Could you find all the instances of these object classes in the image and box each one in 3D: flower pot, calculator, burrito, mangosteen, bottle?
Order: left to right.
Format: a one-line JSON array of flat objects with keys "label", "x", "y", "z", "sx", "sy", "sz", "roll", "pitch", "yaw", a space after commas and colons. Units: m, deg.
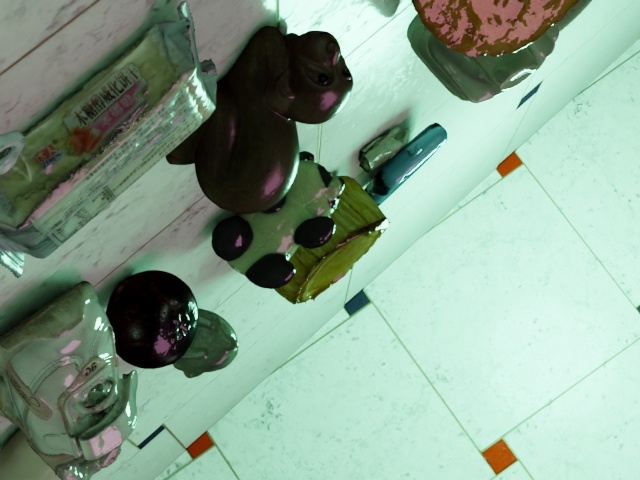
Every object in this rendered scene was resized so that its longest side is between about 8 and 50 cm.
[{"label": "bottle", "x": -0.416, "y": 0.328, "z": 1.863, "sx": 0.236, "sy": 0.147, "sz": 0.147, "roll": -48, "pitch": 169, "yaw": 11}, {"label": "mangosteen", "x": -0.257, "y": 0.115, "z": 1.658, "sx": 0.152, "sy": 0.152, "sz": 0.152, "roll": -41, "pitch": 169, "yaw": -10}, {"label": "burrito", "x": 0.122, "y": -0.176, "z": 2.123, "sx": 0.118, "sy": 0.044, "sz": 0.074, "roll": -35, "pitch": 164, "yaw": -19}, {"label": "calculator", "x": 0.165, "y": -0.148, "z": 2.254, "sx": 0.173, "sy": 0.051, "sz": 0.293, "roll": -42, "pitch": 178, "yaw": -11}, {"label": "flower pot", "x": 0.294, "y": -0.357, "z": 1.556, "sx": 0.367, "sy": 0.164, "sz": 0.254, "roll": -45, "pitch": -167, "yaw": 6}]

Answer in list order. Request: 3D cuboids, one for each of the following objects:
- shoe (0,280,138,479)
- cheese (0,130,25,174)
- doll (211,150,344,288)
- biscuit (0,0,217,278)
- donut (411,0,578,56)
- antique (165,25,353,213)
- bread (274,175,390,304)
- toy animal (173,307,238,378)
[{"label": "shoe", "x": -0.330, "y": 0.199, "z": 1.527, "sx": 0.172, "sy": 0.198, "sz": 0.351, "roll": -39, "pitch": 170, "yaw": -27}, {"label": "cheese", "x": -0.351, "y": -0.030, "z": 0.907, "sx": 0.163, "sy": 0.071, "sz": 0.249, "roll": -46, "pitch": 170, "yaw": 16}, {"label": "doll", "x": -0.066, "y": -0.032, "z": 1.782, "sx": 0.234, "sy": 0.143, "sz": 0.135, "roll": -46, "pitch": -167, "yaw": 8}, {"label": "biscuit", "x": -0.222, "y": -0.093, "z": 1.106, "sx": 0.309, "sy": 0.079, "sz": 0.186, "roll": -42, "pitch": 167, "yaw": -5}, {"label": "donut", "x": 0.203, "y": -0.357, "z": 1.314, "sx": 0.278, "sy": 0.108, "sz": 0.277, "roll": -19, "pitch": 138, "yaw": -18}, {"label": "antique", "x": -0.061, "y": -0.143, "z": 1.329, "sx": 0.257, "sy": 0.143, "sz": 0.121, "roll": -49, "pitch": 166, "yaw": 18}, {"label": "bread", "x": 0.000, "y": 0.000, "z": 2.108, "sx": 0.227, "sy": 0.142, "sz": 0.253, "roll": -33, "pitch": 169, "yaw": -47}, {"label": "toy animal", "x": -0.227, "y": 0.210, "z": 2.149, "sx": 0.125, "sy": 0.127, "sz": 0.251, "roll": -43, "pitch": 173, "yaw": -13}]
